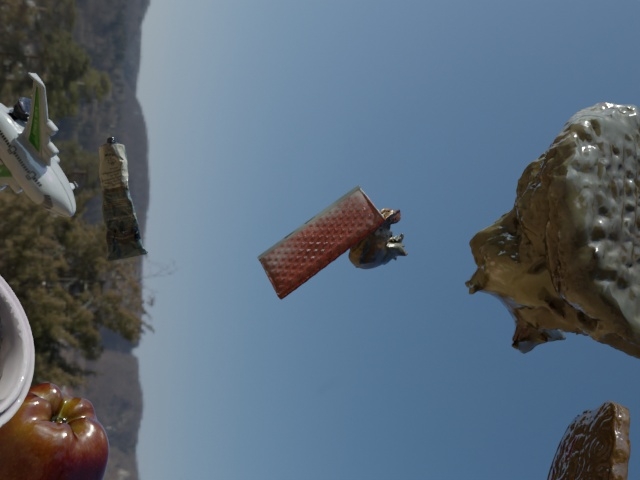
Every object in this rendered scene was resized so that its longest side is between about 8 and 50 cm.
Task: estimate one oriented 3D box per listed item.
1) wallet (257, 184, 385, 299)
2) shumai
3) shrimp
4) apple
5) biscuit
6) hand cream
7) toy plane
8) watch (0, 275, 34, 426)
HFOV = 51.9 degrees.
[{"bbox_3d":[0.000,0.000,0.994,0.020,0.196,0.103,52,2,-39],"label":"wallet"},{"bbox_3d":[0.315,0.007,0.824,0.262,0.267,0.314,151,-58,-60],"label":"shumai"},{"bbox_3d":[0.124,0.002,1.134,0.117,0.262,0.066,-46,-104,19],"label":"shrimp"},{"bbox_3d":[-0.555,0.441,1.238,0.317,0.288,0.288,-58,-157,-2],"label":"apple"},{"bbox_3d":[0.491,0.442,1.237,0.257,0.049,0.273,109,3,-60],"label":"biscuit"},{"bbox_3d":[-0.408,-0.086,1.335,0.052,0.075,0.247,-16,97,-79],"label":"hand cream"},{"bbox_3d":[-0.464,-0.142,1.020,0.251,0.255,0.101,-36,-168,27],"label":"toy plane"},{"bbox_3d":[-0.362,0.066,0.567,0.196,0.231,0.244,-31,-130,21],"label":"watch"}]
